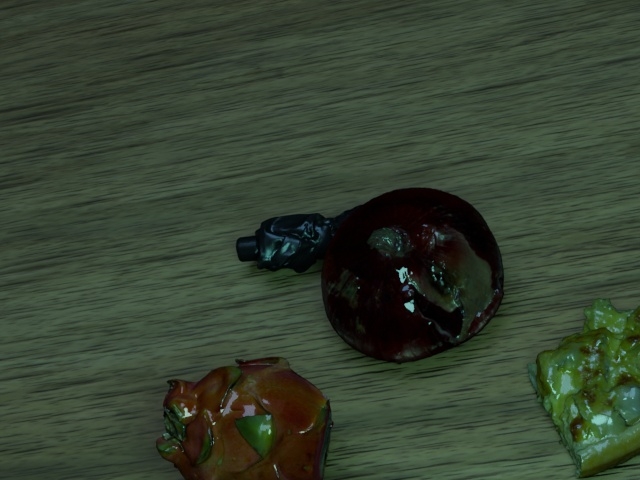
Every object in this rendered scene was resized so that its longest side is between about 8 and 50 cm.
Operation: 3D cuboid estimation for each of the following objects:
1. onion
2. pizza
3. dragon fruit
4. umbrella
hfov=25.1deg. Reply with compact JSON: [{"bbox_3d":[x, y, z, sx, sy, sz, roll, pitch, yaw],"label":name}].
[{"bbox_3d":[0.127,0.039,2.049,0.272,0.195,0.272,-4,70,12],"label":"onion"},{"bbox_3d":[0.399,0.167,1.923,0.323,0.089,0.223,-39,48,-23],"label":"pizza"},{"bbox_3d":[-0.094,0.263,1.901,0.227,0.224,0.224,-1,44,11],"label":"dragon fruit"},{"bbox_3d":[0.001,-0.001,2.235,0.272,0.110,0.122,-8,42,18],"label":"umbrella"}]
